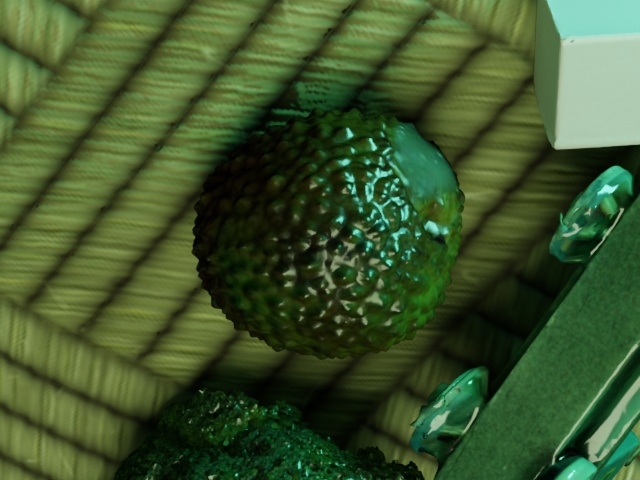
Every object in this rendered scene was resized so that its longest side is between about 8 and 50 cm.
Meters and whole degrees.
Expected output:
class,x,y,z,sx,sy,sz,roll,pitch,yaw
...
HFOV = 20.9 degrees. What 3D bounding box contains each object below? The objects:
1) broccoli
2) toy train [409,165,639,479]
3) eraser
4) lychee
class,x,y,z,sx,sy,sz,roll,pitch,yaw
broccoli,-0.039,0.234,1.188,0.294,0.265,0.245,-28,158,23
toy train,0.183,0.067,1.103,0.120,0.194,0.298,41,112,18
eraser,0.281,-0.115,1.034,0.298,0.076,0.078,-4,125,-2
lychee,0.000,0.000,1.049,0.171,0.171,0.171,-2,125,-3
